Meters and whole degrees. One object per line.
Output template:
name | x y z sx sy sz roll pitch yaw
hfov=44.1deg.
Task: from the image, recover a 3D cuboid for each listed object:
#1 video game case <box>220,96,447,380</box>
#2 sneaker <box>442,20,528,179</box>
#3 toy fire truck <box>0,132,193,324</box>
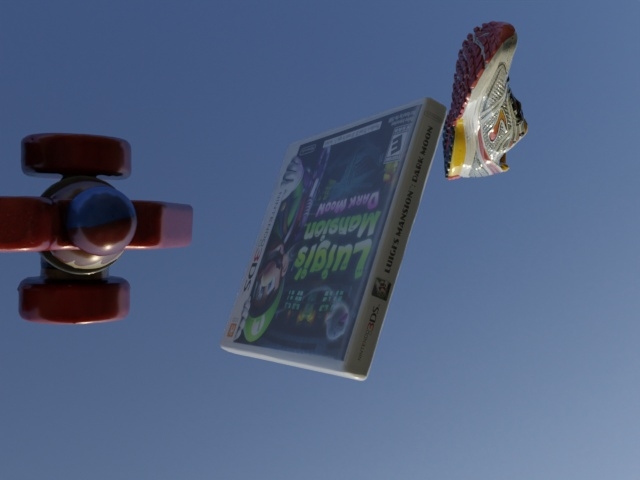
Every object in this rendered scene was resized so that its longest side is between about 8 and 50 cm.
video game case | 0.000 0.000 0.538 0.022 0.190 0.173 24 -103 -26
sneaker | 0.202 -0.164 0.938 0.092 0.225 0.088 1 -126 0
toy fire truck | -0.249 -0.010 0.633 0.302 0.254 0.170 1 -88 -22
